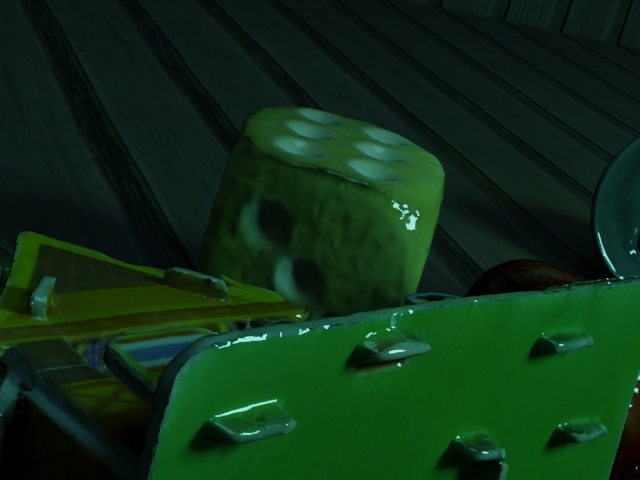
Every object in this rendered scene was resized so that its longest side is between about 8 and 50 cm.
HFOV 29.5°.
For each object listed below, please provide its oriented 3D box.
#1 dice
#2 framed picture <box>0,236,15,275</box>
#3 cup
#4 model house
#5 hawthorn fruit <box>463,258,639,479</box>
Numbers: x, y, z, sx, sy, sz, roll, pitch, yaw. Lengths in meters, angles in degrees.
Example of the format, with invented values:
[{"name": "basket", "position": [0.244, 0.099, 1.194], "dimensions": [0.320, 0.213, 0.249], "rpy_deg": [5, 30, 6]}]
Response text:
[{"name": "dice", "position": [0.000, 0.000, 0.970], "dimensions": [0.166, 0.169, 0.169], "rpy_deg": [16, 21, 1]}, {"name": "framed picture", "position": [-0.306, 0.031, 0.888], "dimensions": [0.173, 0.010, 0.231], "rpy_deg": [32, 26, 34]}, {"name": "cup", "position": [0.393, -0.025, 1.360], "dimensions": [0.199, 0.199, 0.150], "rpy_deg": [18, 2, 4]}, {"name": "model house", "position": [-0.039, 0.081, 0.655], "dimensions": [0.357, 0.242, 0.313], "rpy_deg": [-6, 27, -42]}, {"name": "hawthorn fruit", "position": [0.165, 0.109, 0.840], "dimensions": [0.188, 0.169, 0.169], "rpy_deg": [34, 14, -22]}]
